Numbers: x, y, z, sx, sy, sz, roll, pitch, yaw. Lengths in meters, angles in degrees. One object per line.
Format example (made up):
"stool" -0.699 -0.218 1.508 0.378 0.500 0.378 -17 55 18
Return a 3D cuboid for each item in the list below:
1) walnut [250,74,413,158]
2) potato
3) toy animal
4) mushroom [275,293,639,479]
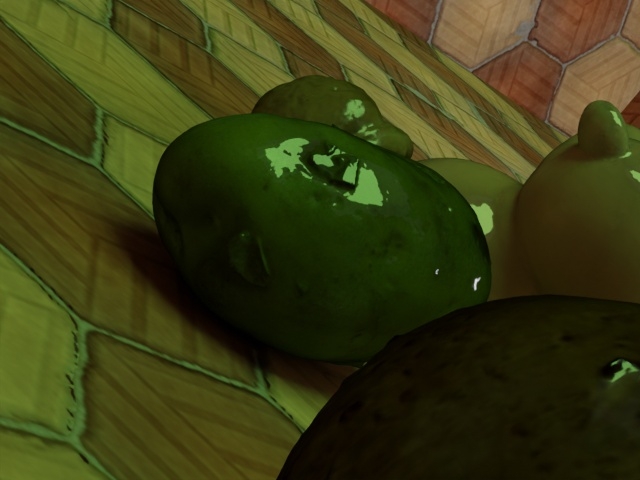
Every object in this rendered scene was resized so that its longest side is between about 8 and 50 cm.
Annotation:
"walnut" 0.000 -0.050 1.374 0.166 0.149 0.167 161 -90 -90
"potato" 0.000 0.000 1.174 0.253 0.149 0.186 22 3 -29
"toy animal" 0.233 -0.009 1.550 0.345 0.247 0.277 42 34 15
"mushroom" 0.136 0.183 0.791 0.334 0.356 0.331 -12 49 -18
